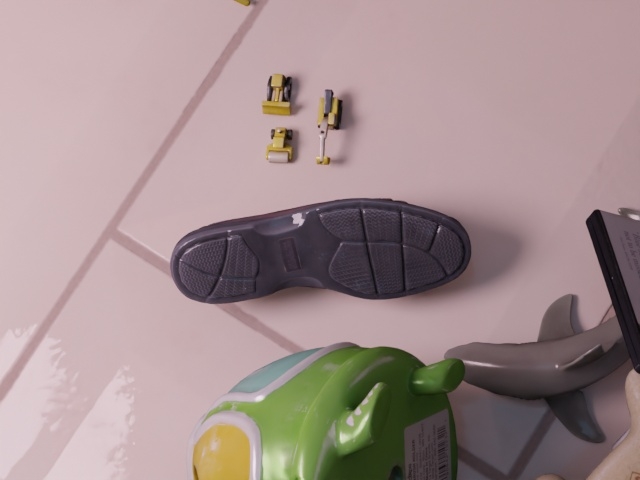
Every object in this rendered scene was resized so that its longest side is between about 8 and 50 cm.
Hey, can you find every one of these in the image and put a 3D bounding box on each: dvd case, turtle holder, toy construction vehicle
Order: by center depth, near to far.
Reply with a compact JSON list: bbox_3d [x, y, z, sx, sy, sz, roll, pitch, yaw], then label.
[{"bbox_3d":[-0.013,0.232,1.248,0.227,0.243,0.320,2,38,34],"label":"turtle holder"},{"bbox_3d":[0.371,0.068,1.253,0.253,0.022,0.180,14,43,-23],"label":"dvd case"},{"bbox_3d":[-0.023,-0.130,1.456,0.086,0.035,0.098,7,78,9],"label":"toy construction vehicle"}]

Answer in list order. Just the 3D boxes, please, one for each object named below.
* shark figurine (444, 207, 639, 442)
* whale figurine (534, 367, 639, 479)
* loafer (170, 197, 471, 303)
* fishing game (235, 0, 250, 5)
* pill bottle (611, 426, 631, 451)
[{"bbox_3d":[0.276,0.083,1.329,0.278,0.116,0.166,-40,77,0],"label":"shark figurine"},{"bbox_3d":[0.295,0.255,1.221,0.216,0.141,0.272,12,75,23],"label":"whale figurine"},{"bbox_3d":[0.000,0.000,1.397,0.302,0.095,0.109,-4,111,4],"label":"loafer"},{"bbox_3d":[-0.073,-0.396,1.523,0.189,0.041,0.264,21,89,12],"label":"fishing game"},{"bbox_3d":[0.367,0.225,1.291,0.094,0.094,0.169,-45,75,-4],"label":"pill bottle"}]
